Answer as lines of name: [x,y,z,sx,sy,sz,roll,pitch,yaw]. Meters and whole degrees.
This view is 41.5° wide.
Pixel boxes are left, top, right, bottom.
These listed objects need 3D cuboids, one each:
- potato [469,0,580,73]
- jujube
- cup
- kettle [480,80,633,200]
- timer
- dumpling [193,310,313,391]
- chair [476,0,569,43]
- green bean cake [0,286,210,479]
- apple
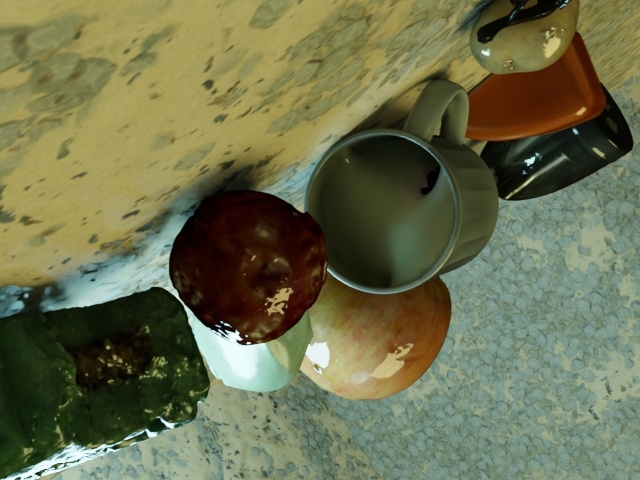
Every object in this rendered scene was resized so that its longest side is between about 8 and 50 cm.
potato: [0.257,-0.266,1.054,0.147,0.112,0.112,-32,174,30]
jujube: [-0.090,0.029,1.067,0.197,0.197,0.290,-34,-174,-8]
cup: [0.153,-0.090,1.314,0.327,0.236,0.323,-12,125,-67]
kettle: [0.513,-0.240,1.951,0.324,0.228,0.321,-35,-156,35]
timer: [0.368,-0.259,1.535,0.250,0.161,0.257,-23,178,26]
dumpling: [-0.124,0.137,1.530,0.211,0.270,0.320,11,166,-42]
chair: [0.230,-0.282,0.749,0.229,0.106,0.113,-26,174,-16]
green bean cake: [-0.287,0.170,0.966,0.300,0.169,0.308,-21,169,-7]
apple: [0.103,0.153,1.873,0.346,0.391,0.391,-51,169,10]
